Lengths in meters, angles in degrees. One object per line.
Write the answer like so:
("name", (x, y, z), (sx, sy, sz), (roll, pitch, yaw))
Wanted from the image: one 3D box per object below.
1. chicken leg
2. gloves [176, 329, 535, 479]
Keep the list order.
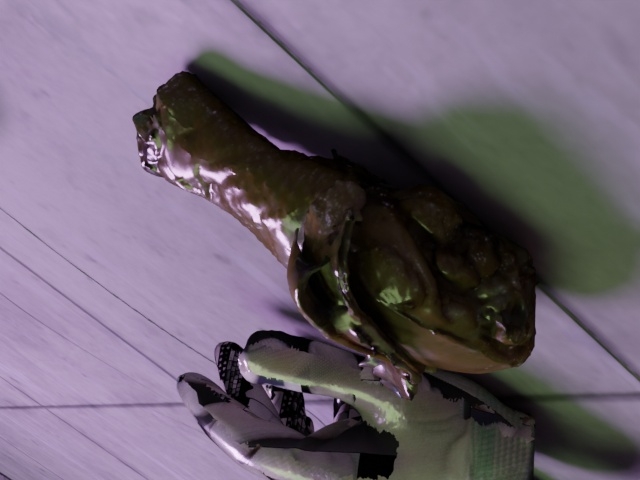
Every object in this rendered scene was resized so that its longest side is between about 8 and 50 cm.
("chicken leg", (0.002, -0.001, 0.442), (0.196, 0.080, 0.125), (35, 168, -7))
("gloves", (0.015, 0.117, 0.599), (0.212, 0.111, 0.127), (4, 167, 10))
